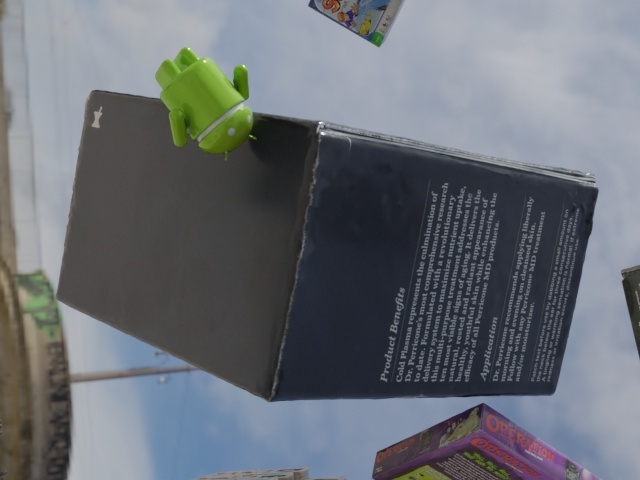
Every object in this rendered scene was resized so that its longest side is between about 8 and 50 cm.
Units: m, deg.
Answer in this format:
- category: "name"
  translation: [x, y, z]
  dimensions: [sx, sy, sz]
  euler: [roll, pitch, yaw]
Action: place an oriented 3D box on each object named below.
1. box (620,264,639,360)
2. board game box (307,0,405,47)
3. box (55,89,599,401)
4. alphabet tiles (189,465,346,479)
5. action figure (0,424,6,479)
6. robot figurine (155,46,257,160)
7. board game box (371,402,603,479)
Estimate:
- category: "box"
  translation: [0.255, 0.102, 0.624]
  dimensions: [0.077, 0.147, 0.180]
  euler: [-20, -110, 33]
- category: "board game box"
  translation: [0.079, -0.419, 1.664]
  dimensions: [0.201, 0.136, 0.035]
  euler: [-63, 174, 37]
- category: "box"
  translation: [0.000, 0.000, 1.358]
  dimensions: [0.479, 0.471, 0.298]
  euler: [15, -85, 49]
- category: "alphabet tiles"
  translation: [-0.121, 0.308, 1.323]
  dimensions: [0.284, 0.277, 0.021]
  euler: [13, 72, -71]
- category: "action figure"
  translation: [-0.421, 0.155, 0.976]
  dimensions: [0.141, 0.275, 0.164]
  euler: [-48, -149, 23]
- category: "robot figurine"
  translation: [-0.114, -0.136, 1.074]
  dimensions: [0.115, 0.101, 0.067]
  euler: [52, -29, -3]
- category: "board game box"
  translation: [0.263, 0.342, 1.404]
  dimensions: [0.208, 0.346, 0.056]
  euler: [-32, -149, 46]
